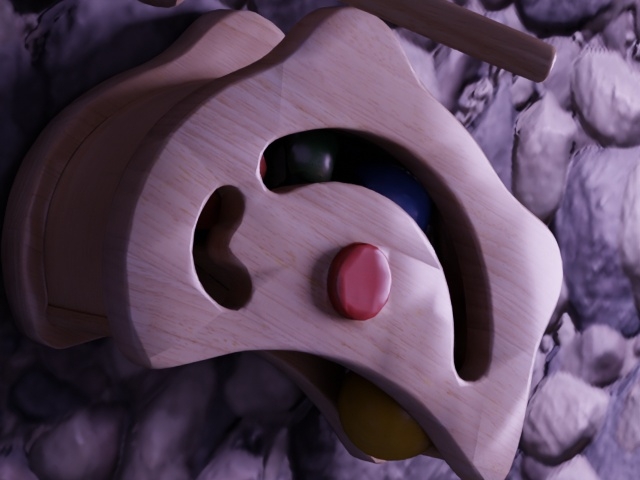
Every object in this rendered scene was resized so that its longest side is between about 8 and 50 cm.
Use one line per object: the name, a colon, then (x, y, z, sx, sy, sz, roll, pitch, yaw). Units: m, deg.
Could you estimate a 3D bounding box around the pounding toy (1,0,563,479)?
pounding toy: (0.000, 0.000, 0.653, 0.269, 0.155, 0.154, 47, 65, -34)
